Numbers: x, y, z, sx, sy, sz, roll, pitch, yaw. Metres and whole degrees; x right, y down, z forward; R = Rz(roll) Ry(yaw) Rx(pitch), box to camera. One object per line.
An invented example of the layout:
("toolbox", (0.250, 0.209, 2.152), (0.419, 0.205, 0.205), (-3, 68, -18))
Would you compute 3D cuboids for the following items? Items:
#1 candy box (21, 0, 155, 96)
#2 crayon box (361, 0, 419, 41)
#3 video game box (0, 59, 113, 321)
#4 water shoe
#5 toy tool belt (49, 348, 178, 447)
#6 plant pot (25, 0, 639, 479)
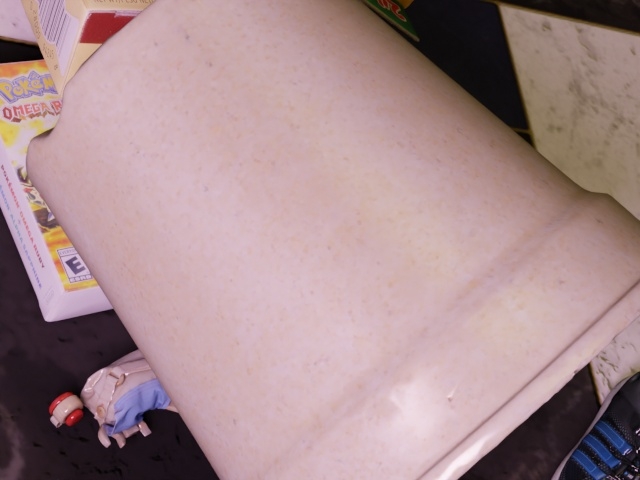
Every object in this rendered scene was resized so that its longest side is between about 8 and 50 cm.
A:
("candy box", (-0.148, -0.244, 1.110), (0.183, 0.087, 0.316), (-3, 51, -32))
("crayon box", (0.004, -0.320, 1.197), (0.202, 0.081, 0.318), (29, 30, -34))
("video game box", (-0.132, -0.049, 1.047), (0.205, 0.048, 0.187), (-12, 63, -36))
("water shoe", (0.228, 0.161, 1.087), (0.073, 0.080, 0.203), (36, 48, -4))
("toy tool belt", (-0.127, 0.106, 0.940), (0.083, 0.052, 0.051), (-29, 68, -39))
("plant pot", (0.000, 0.000, 0.892), (0.305, 0.334, 0.334), (49, 49, 7))
